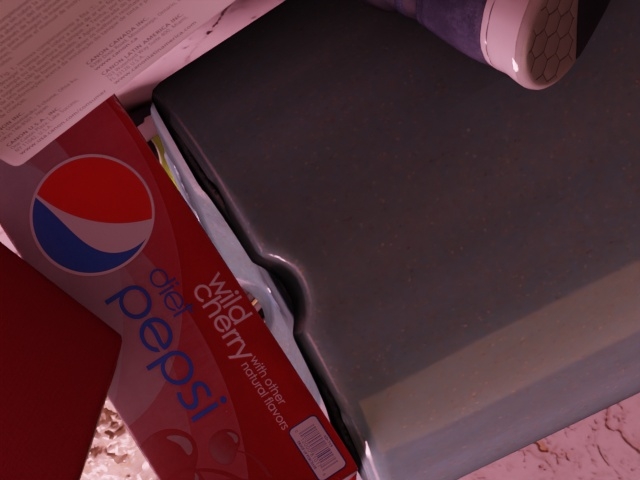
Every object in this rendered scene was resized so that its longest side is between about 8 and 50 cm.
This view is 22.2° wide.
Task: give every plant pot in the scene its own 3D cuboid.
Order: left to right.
[{"bbox_3d":[0.110,-0.047,0.869,0.334,0.341,0.341,-28,168,-8],"label":"plant pot"}]

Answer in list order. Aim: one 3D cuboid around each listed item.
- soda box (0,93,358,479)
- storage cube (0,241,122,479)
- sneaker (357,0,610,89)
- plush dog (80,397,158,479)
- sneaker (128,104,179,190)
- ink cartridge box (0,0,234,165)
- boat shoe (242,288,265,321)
[{"bbox_3d":[-0.085,0.030,0.805,0.083,0.263,0.092,-32,169,-6],"label":"soda box"},{"bbox_3d":[-0.222,0.084,0.664,0.183,0.193,0.215,-39,-159,28],"label":"storage cube"},{"bbox_3d":[0.086,-0.192,0.728,0.226,0.163,0.086,-55,146,-9],"label":"sneaker"},{"bbox_3d":[-0.140,0.093,1.201,0.262,0.210,0.225,-27,144,-27],"label":"plush dog"},{"bbox_3d":[-0.075,-0.027,1.024,0.084,0.097,0.234,-39,167,27],"label":"sneaker"},{"bbox_3d":[-0.121,-0.131,0.631,0.181,0.056,0.224,-35,150,11],"label":"ink cartridge box"},{"bbox_3d":[0.000,0.000,1.422,0.227,0.069,0.081,-35,169,8],"label":"boat shoe"}]
